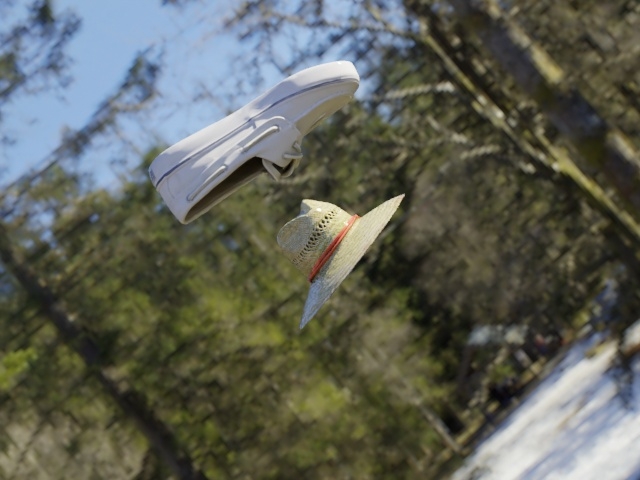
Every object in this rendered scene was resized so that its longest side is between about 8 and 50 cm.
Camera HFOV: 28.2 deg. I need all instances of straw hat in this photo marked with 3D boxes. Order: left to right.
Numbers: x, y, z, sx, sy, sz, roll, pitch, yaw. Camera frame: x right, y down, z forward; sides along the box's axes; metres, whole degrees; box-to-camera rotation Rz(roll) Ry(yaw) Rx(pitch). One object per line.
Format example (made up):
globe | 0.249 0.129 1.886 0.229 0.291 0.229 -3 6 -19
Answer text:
straw hat | 0.000 0.000 1.003 0.144 0.061 0.144 -52 1 1

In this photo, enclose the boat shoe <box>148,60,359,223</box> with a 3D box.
boat shoe | -0.063 -0.110 1.458 0.267 0.088 0.096 -28 -15 -8
